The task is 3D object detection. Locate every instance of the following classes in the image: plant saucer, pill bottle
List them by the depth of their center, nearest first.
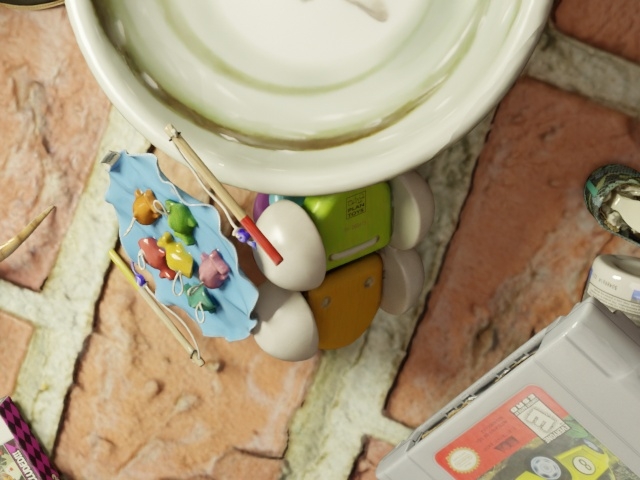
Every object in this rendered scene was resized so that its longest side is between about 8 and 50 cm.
[{"bbox_3d":[-0.006,-0.236,1.128,0.400,0.100,0.401,1,93,13],"label":"plant saucer"},{"bbox_3d":[0.251,0.087,1.205,0.078,0.078,0.137,15,106,5],"label":"pill bottle"}]

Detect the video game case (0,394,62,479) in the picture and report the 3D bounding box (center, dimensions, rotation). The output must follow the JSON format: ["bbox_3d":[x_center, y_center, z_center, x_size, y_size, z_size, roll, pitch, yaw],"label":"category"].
[{"bbox_3d":[-0.326,0.293,1.364,0.210,0.042,0.232,-27,99,15],"label":"video game case"}]

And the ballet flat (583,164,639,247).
[{"bbox_3d":[0.304,-0.001,1.182,0.188,0.070,0.070,24,106,2],"label":"ballet flat"}]

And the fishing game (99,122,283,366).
[{"bbox_3d":[-0.123,0.009,1.169,0.041,0.264,0.189,-37,87,-28],"label":"fishing game"}]

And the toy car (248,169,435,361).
[{"bbox_3d":[0.000,0.000,1.193,0.136,0.159,0.182,45,145,37],"label":"toy car"}]

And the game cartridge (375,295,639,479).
[{"bbox_3d":[0.200,0.190,1.196,0.196,0.060,0.294,39,131,-6],"label":"game cartridge"}]

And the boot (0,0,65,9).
[{"bbox_3d":[-0.288,-0.222,1.176,0.197,0.137,0.077,-2,104,8],"label":"boot"}]

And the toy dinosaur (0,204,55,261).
[{"bbox_3d":[-0.349,0.026,1.288,0.211,0.064,0.112,2,103,8],"label":"toy dinosaur"}]
